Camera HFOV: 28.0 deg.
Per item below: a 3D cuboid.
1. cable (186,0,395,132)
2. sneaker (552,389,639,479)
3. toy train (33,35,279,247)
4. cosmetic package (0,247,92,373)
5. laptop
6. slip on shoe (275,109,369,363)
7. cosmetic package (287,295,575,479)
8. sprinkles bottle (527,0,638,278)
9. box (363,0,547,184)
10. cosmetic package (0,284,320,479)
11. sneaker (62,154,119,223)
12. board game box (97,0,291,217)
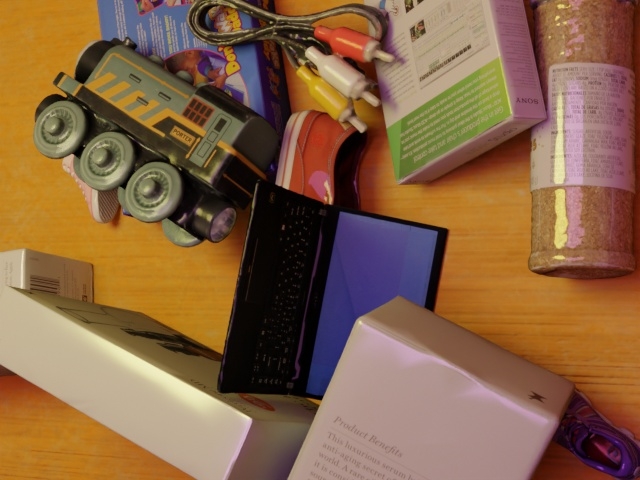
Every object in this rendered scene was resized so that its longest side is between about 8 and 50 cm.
[{"bbox_3d":[-0.036,-0.252,1.566,0.287,0.072,0.139,28,111,13],"label":"cable"},{"bbox_3d":[0.281,0.204,1.415,0.170,0.071,0.068,30,96,28],"label":"sneaker"},{"bbox_3d":[-0.210,-0.128,1.602,0.334,0.142,0.190,33,86,29],"label":"toy train"},{"bbox_3d":[-0.426,0.103,1.750,0.184,0.151,0.151,-7,78,26],"label":"cosmetic package"},{"bbox_3d":[0.020,0.072,1.457,0.137,0.264,0.234,9,86,25],"label":"laptop"},{"bbox_3d":[0.000,0.000,1.571,0.101,0.123,0.331,2,78,24],"label":"slip on shoe"},{"bbox_3d":[0.073,0.316,1.393,0.230,0.161,0.453,27,105,14],"label":"cosmetic package"},{"bbox_3d":[0.293,-0.138,1.432,0.121,0.121,0.355,-2,81,27],"label":"sprinkles bottle"},{"bbox_3d":[0.144,-0.251,1.504,0.232,0.058,0.322,-28,66,55],"label":"box"},{"bbox_3d":[-0.175,0.179,1.534,0.377,0.284,0.097,24,94,28],"label":"cosmetic package"},{"bbox_3d":[-0.320,-0.084,1.782,0.070,0.051,0.134,-11,74,27],"label":"sneaker"},{"bbox_3d":[-0.168,-0.222,1.707,0.233,0.078,0.347,-14,76,24],"label":"board game box"}]
